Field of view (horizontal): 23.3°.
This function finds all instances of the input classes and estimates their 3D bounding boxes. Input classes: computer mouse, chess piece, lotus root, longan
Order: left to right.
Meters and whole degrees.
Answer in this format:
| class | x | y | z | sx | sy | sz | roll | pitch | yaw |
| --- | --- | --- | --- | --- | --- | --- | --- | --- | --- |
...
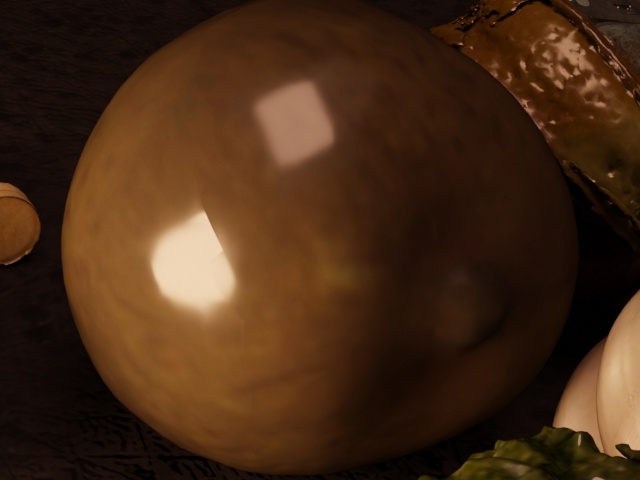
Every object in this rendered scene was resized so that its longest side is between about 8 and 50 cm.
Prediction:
| class | x | y | z | sx | sy | sz | roll | pitch | yaw |
| --- | --- | --- | --- | --- | --- | --- | --- | --- | --- |
| chess piece | -0.280 | -0.034 | 1.280 | 0.066 | 0.066 | 0.122 | -8 | 30 | -27 |
| longan | 0.000 | 0.000 | 1.076 | 0.361 | 0.361 | 0.361 | 8 | 32 | -5 |
| lotus root | 0.281 | -0.176 | 1.531 | 0.192 | 0.088 | 0.113 | -4 | 21 | -40 |
| computer mouse | 0.348 | -0.246 | 1.791 | 0.231 | 0.071 | 0.126 | -1 | 47 | -31 |

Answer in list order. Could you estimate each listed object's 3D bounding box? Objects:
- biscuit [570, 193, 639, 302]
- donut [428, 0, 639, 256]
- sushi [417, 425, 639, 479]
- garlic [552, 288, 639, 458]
| class | x | y | z | sx | sy | sz | roll | pitch | yaw |
| --- | --- | --- | --- | --- | --- | --- | --- | --- | --- |
| biscuit | 0.204 | -0.074 | 1.474 | 0.350 | 0.070 | 0.394 | 8 | 32 | -3 |
| donut | 0.209 | -0.098 | 1.250 | 0.272 | 0.107 | 0.272 | 45 | 7 | -7 |
| sushi | 0.123 | 0.276 | 0.687 | 0.178 | 0.294 | 0.352 | -19 | 41 | -35 |
| garlic | 0.292 | 0.109 | 1.064 | 0.246 | 0.231 | 0.340 | 19 | 38 | 18 |
